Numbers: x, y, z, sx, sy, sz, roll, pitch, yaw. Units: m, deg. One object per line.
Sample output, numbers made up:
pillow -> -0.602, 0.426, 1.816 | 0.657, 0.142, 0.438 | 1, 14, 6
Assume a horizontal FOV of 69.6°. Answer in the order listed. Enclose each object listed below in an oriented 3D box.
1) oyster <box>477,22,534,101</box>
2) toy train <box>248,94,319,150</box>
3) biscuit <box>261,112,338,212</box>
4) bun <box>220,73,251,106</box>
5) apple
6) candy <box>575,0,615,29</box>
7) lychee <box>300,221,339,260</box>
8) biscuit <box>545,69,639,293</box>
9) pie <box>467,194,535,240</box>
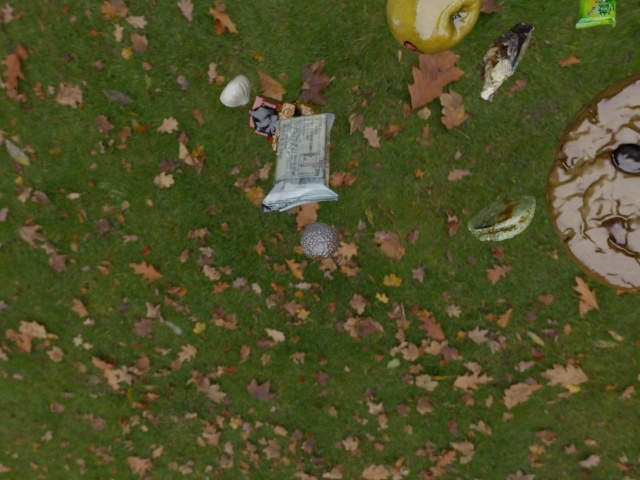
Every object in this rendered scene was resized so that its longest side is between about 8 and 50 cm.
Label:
oyster -> 0.585, -0.598, 1.506 | 0.100, 0.271, 0.275 | 27, 110, -4
toy train -> -0.135, -0.413, 1.589 | 0.231, 0.369, 0.163 | 16, 108, -4
biscuit -> -0.049, -0.206, 1.155 | 0.186, 0.309, 0.079 | -6, 148, 10
bun -> -0.318, -0.570, 1.797 | 0.094, 0.138, 0.138 | 45, 115, -7
apple -> 0.214, -0.436, 0.857 | 0.182, 0.155, 0.182 | -18, 134, -19
candy -> 0.765, -0.659, 1.275 | 0.102, 0.178, 0.032 | 8, 157, 19
lychee -> 0.000, 0.000, 1.908 | 0.165, 0.197, 0.165 | 12, 122, 19
biscuit -> 0.426, -0.068, 0.557 | 0.295, 0.075, 0.296 | 3, 98, 23
pie -> 0.625, -0.081, 1.602 | 0.248, 0.201, 0.090 | -19, 119, 48
